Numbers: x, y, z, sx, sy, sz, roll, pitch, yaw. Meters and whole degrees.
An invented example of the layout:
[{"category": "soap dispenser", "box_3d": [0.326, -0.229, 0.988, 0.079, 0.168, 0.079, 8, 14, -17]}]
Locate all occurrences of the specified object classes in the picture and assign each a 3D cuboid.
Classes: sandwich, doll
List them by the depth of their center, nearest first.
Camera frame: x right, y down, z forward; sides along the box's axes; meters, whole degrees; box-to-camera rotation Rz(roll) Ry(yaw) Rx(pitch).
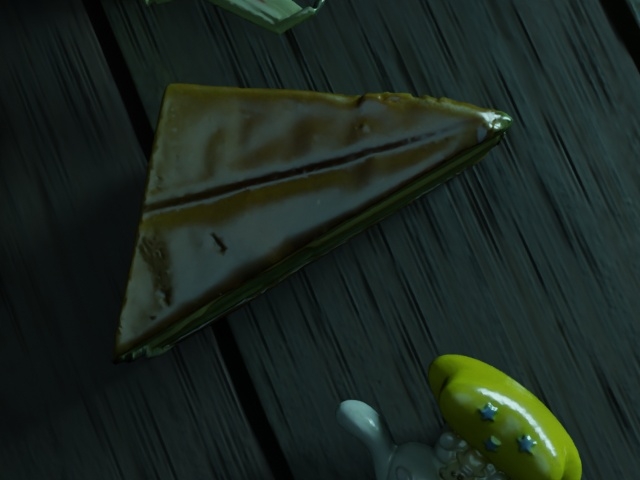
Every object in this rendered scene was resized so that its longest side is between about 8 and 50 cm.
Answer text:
[{"category": "sandwich", "box_3d": [0.000, 0.000, 0.564, 0.187, 0.117, 0.144, 4, 88, 5]}, {"category": "doll", "box_3d": [0.070, 0.117, 0.577, 0.135, 0.071, 0.113, 18, 105, 14]}]

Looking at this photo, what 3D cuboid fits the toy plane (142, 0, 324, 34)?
[{"category": "toy plane", "box_3d": [-0.102, -0.211, 0.600, 0.256, 0.104, 0.242, -24, 85, 4]}]
